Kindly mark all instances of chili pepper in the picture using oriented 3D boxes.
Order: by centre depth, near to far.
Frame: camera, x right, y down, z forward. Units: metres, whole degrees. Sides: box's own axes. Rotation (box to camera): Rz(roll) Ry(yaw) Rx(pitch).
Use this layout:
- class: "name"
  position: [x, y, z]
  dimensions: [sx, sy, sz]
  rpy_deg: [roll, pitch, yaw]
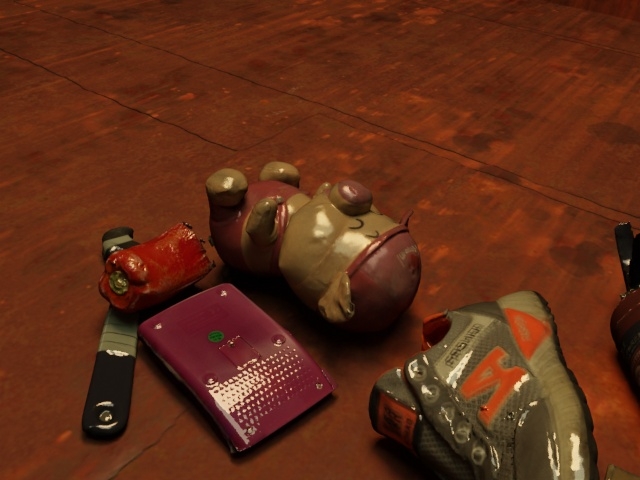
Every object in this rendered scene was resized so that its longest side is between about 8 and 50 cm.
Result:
- class: "chili pepper"
  position: [-0.184, 0.031, 0.696]
  dimensions: [0.070, 0.073, 0.123]
  rpy_deg: [4, 20, 34]

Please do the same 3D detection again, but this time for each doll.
- class: "doll"
  position: [0.000, -0.002, 0.724]
  dimensions: [0.255, 0.152, 0.196]
  rpy_deg: [27, 54, 22]

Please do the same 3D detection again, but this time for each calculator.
- class: "calculator"
  position: [-0.089, 0.115, 0.636]
  dimensions: [0.126, 0.034, 0.190]
  rpy_deg: [-27, 51, -34]

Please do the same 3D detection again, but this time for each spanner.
- class: "spanner"
  position: [-0.210, 0.082, 0.691]
  dimensions: [0.087, 0.024, 0.316]
  rpy_deg: [4, 35, -13]

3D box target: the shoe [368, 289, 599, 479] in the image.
- class: "shoe"
  position: [0.122, 0.153, 0.531]
  dimensions: [0.170, 0.132, 0.336]
  rpy_deg: [-3, 26, 11]

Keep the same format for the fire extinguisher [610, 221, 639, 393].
- class: "fire extinguisher"
  position: [0.355, 0.110, 0.616]
  dimensions: [0.102, 0.138, 0.344]
  rpy_deg: [-13, 35, 11]

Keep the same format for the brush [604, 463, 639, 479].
- class: "brush"
  position: [0.204, 0.275, 0.457]
  dimensions: [0.043, 0.036, 0.248]
  rpy_deg: [16, 43, 23]
